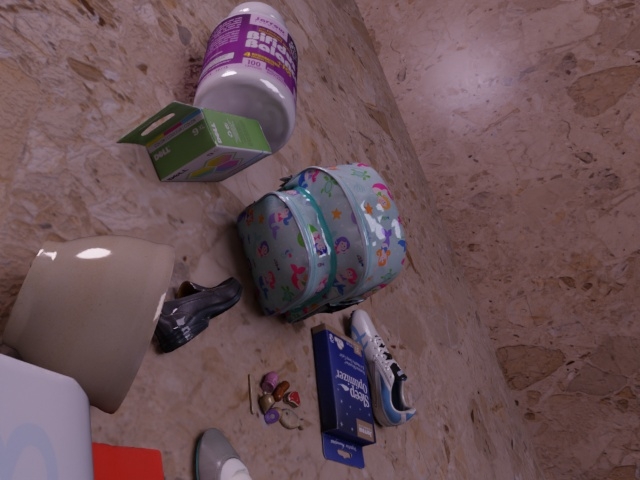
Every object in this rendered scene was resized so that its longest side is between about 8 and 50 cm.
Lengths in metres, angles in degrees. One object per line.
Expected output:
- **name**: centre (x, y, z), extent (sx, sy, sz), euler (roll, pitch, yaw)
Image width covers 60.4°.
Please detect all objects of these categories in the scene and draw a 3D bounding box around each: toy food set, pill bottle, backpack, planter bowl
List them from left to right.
- **planter bowl**: centre (-0.213, 0.062, 0.499), extent (0.109, 0.162, 0.162), euler (22, 42, -20)
- **pill bottle**: centre (-0.124, -0.299, 0.981), extent (0.169, 0.169, 0.302), euler (45, 31, -39)
- **toy food set**: centre (-0.058, 0.231, 0.805), extent (0.122, 0.019, 0.078), euler (35, 38, -50)
- **backpack**: centre (0.000, 0.000, 0.861), extent (0.191, 0.253, 0.225), euler (-8, 76, -45)

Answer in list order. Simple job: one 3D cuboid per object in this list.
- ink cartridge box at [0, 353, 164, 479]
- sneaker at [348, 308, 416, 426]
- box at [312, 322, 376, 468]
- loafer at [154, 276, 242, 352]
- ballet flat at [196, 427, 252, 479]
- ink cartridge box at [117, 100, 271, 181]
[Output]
- **ink cartridge box**: centre (-0.149, 0.256, 0.350), extent (0.385, 0.091, 0.308), euler (57, 12, -60)
- **sneaker**: centre (0.121, 0.245, 1.090), extent (0.085, 0.086, 0.238), euler (8, 60, -61)
- **box**: centre (0.043, 0.271, 0.964), extent (0.136, 0.036, 0.226), euler (39, 36, -46)
- **loafer**: centre (-0.154, 0.076, 0.702), extent (0.061, 0.062, 0.170), euler (58, 23, -5)
- **ballet flat**: centre (-0.089, 0.311, 0.606), extent (0.072, 0.068, 0.213), euler (31, 41, -53)
- **ink cartridge box**: centre (-0.173, -0.135, 0.798), extent (0.209, 0.108, 0.062), euler (-11, 77, -66)
